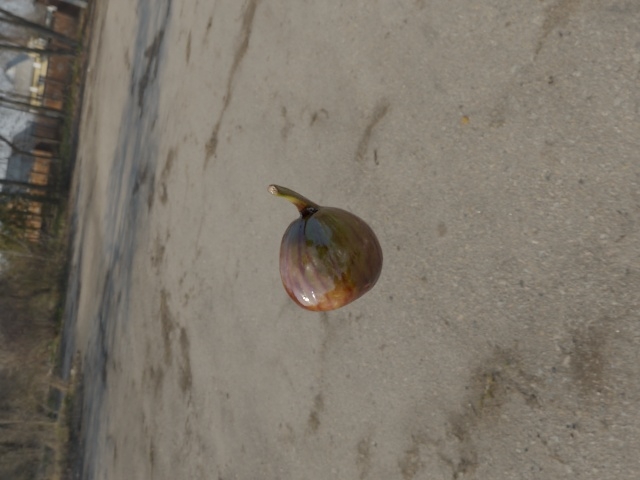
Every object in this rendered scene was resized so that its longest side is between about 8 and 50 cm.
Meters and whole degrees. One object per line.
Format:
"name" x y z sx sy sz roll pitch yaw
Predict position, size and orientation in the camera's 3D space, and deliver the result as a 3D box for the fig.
"fig" 0.004 0.003 0.801 0.175 0.175 0.207 -25 85 56
